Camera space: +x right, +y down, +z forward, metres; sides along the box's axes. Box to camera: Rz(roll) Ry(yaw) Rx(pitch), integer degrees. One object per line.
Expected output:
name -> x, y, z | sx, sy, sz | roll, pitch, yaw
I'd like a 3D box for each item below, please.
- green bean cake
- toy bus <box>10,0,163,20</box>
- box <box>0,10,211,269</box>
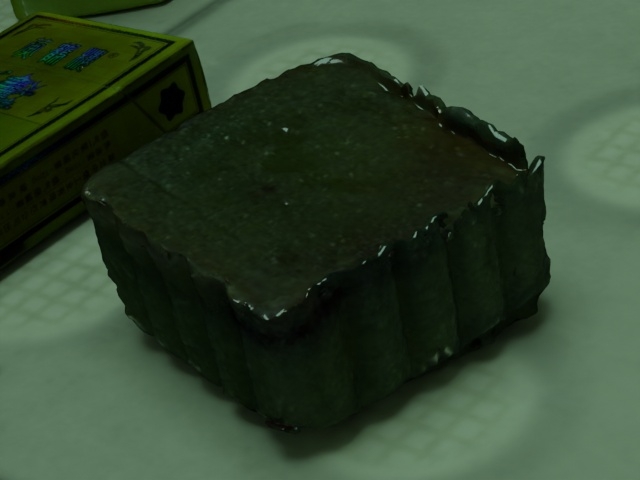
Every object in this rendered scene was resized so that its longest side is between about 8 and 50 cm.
green bean cake -> 0.000, 0.000, 0.869 | 0.173, 0.094, 0.181 | -30, 37, -26
toy bus -> -0.178, -0.293, 1.230 | 0.128, 0.262, 0.150 | -7, 35, 7
box -> -0.187, -0.055, 1.042 | 0.141, 0.064, 0.220 | 14, 41, 38
